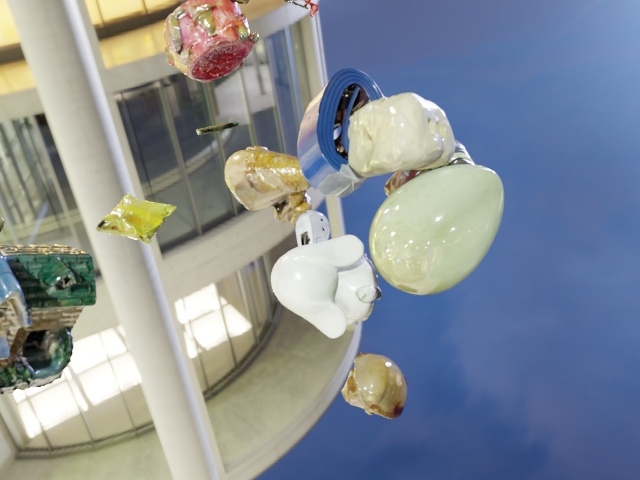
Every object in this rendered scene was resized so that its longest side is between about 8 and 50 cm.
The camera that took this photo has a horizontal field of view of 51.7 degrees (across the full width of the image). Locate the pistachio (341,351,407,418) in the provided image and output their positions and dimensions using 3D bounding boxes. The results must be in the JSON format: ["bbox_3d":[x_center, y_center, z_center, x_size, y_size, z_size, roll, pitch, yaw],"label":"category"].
[{"bbox_3d":[0.132,0.331,1.510,0.130,0.165,0.210,-35,161,30],"label":"pistachio"}]

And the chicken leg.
[{"bbox_3d":[-0.071,-0.165,1.952,0.409,0.295,0.182,-9,-143,26],"label":"chicken leg"}]

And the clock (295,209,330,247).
[{"bbox_3d":[0.000,0.000,1.862,0.117,0.176,0.080,7,157,-41],"label":"clock"}]

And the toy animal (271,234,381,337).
[{"bbox_3d":[0.020,0.125,1.706,0.289,0.249,0.174,-13,-178,-21],"label":"toy animal"}]

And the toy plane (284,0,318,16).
[{"bbox_3d":[-0.068,-0.621,1.671,0.145,0.060,0.037,26,171,-16],"label":"toy plane"}]

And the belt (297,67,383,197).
[{"bbox_3d":[0.061,-0.280,1.711,0.212,0.117,0.347,25,-124,-22],"label":"belt"}]

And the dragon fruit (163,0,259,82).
[{"bbox_3d":[-0.259,-0.472,1.568,0.282,0.147,0.211,-29,158,32],"label":"dragon fruit"}]

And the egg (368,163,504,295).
[{"bbox_3d":[0.228,-0.027,1.281,0.295,0.218,0.218,-46,-155,16],"label":"egg"}]

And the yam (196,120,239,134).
[{"bbox_3d":[-0.211,-0.233,1.368,0.014,0.014,0.107,19,-150,40],"label":"yam"}]

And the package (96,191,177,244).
[{"bbox_3d":[-0.565,-0.066,2.033,0.226,0.090,0.168,14,-125,28],"label":"package"}]

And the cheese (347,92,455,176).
[{"bbox_3d":[0.202,-0.239,1.491,0.251,0.174,0.248,-3,-179,-7],"label":"cheese"}]

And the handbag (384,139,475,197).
[{"bbox_3d":[0.304,-0.151,1.786,0.254,0.181,0.181,-48,-142,19],"label":"handbag"}]

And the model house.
[{"bbox_3d":[-0.837,0.151,1.759,0.395,0.400,0.445,47,-158,29],"label":"model house"}]
